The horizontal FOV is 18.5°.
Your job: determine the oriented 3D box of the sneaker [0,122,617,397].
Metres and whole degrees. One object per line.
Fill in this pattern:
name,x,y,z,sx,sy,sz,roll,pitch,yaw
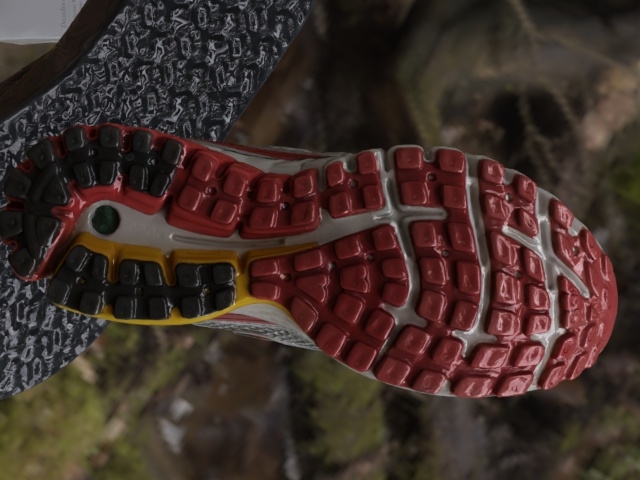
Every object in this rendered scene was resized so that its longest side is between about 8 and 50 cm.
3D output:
sneaker,0.000,0.000,0.730,0.093,0.225,0.088,-20,123,-86

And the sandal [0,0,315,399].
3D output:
sandal,-0.159,-0.065,1.303,0.446,0.107,0.167,-51,120,-22

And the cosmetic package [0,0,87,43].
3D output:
cosmetic package,-0.170,-0.216,1.723,0.117,0.231,0.085,-33,120,-82
